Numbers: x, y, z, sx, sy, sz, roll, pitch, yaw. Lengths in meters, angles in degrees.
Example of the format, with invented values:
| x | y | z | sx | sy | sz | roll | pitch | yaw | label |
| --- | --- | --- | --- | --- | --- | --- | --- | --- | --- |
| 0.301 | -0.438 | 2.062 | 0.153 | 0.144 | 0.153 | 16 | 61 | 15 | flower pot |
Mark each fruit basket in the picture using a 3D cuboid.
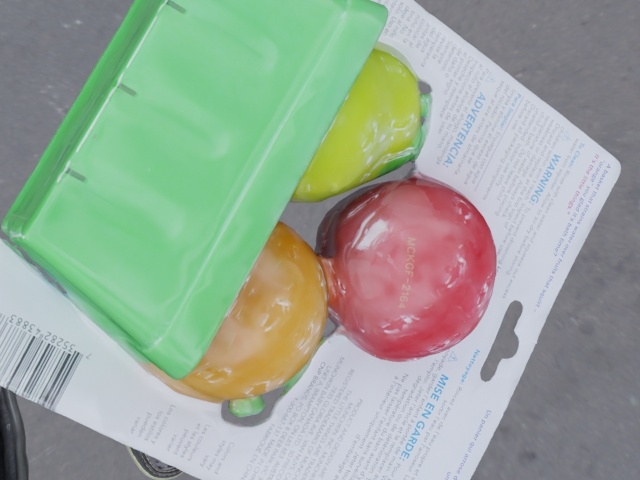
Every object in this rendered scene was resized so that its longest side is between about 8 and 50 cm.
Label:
| x | y | z | sx | sy | sz | roll | pitch | yaw | label |
| --- | --- | --- | --- | --- | --- | --- | --- | --- | --- |
| 0.000 | 0.000 | 0.620 | 0.353 | 0.165 | 0.327 | 32 | 80 | -29 | fruit basket |

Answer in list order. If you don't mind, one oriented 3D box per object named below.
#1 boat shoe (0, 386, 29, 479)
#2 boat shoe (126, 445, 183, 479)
| x | y | z | sx | sy | sz | roll | pitch | yaw | label |
| --- | --- | --- | --- | --- | --- | --- | --- | --- | --- |
| -0.240 | 0.171 | 0.622 | 0.112 | 0.335 | 0.095 | 8 | 119 | -26 | boat shoe |
| -0.123 | 0.097 | 0.709 | 0.056 | 0.049 | 0.152 | -11 | 83 | -17 | boat shoe |
